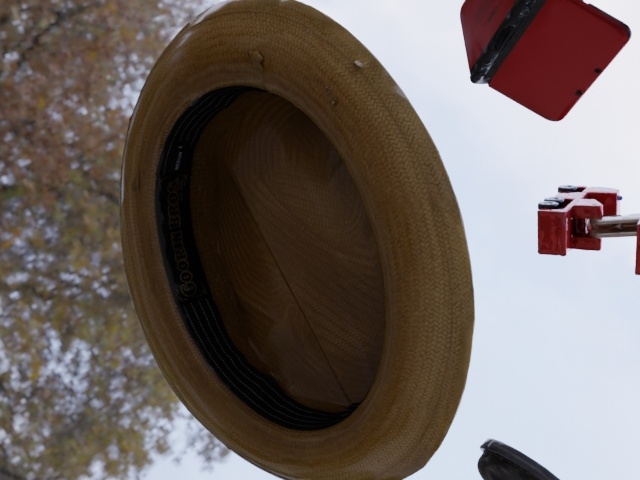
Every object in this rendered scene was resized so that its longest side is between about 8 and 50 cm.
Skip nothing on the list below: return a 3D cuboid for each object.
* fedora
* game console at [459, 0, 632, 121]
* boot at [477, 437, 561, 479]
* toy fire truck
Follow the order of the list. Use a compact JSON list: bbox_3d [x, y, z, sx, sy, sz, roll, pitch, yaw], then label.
[{"bbox_3d":[0.000,0.000,0.440,0.194,0.079,0.194,12,-72,41],"label":"fedora"},{"bbox_3d":[0.191,-0.192,0.968,0.144,0.085,0.124,122,-33,-59],"label":"game console"},{"bbox_3d":[0.142,0.312,0.858,0.263,0.229,0.091,51,-3,23],"label":"boot"},{"bbox_3d":[0.276,-0.014,1.044,0.135,0.192,0.047,4,-76,24],"label":"toy fire truck"}]
